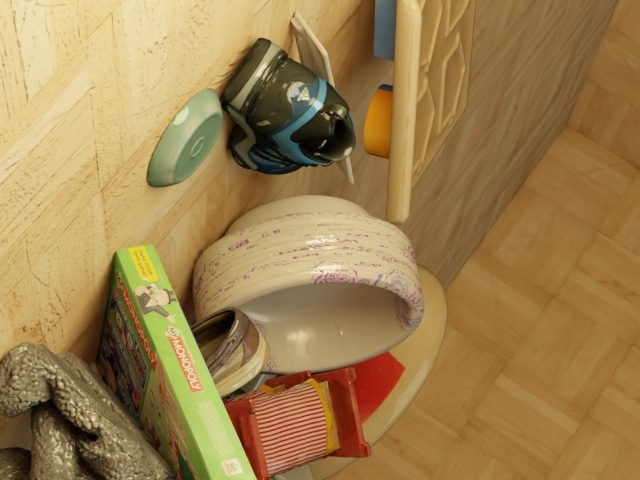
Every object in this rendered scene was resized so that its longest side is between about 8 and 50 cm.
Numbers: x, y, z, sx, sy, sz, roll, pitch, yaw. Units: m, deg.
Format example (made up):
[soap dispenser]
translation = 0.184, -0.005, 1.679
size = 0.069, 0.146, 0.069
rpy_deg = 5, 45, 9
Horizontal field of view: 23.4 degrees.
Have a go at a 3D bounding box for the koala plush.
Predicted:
[koala plush]
translation = -0.282, 0.247, 1.544
size = 0.221, 0.203, 0.196
rpy_deg = -45, 167, -2

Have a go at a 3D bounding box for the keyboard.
[keyboard]
translation = 0.006, -0.158, 1.770
size = 0.014, 0.072, 0.256
rpy_deg = -33, 150, -11

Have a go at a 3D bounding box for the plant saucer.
[plant saucer]
translation = -0.134, -0.100, 1.588
size = 0.119, 0.021, 0.119
rpy_deg = -54, 168, -18

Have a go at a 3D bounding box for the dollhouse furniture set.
[dollhouse furniture set]
translation = -0.035, 0.358, 1.916
size = 0.152, 0.374, 0.201
rpy_deg = -10, -176, 41

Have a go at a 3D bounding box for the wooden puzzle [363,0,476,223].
[wooden puzzle]
translation = 0.126, -0.240, 1.940
size = 0.348, 0.081, 0.322
rpy_deg = -61, 158, -50

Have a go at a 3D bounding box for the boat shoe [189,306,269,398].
[boat shoe]
translation = -0.196, 0.172, 1.810
size = 0.285, 0.103, 0.092
rpy_deg = -32, 132, -6

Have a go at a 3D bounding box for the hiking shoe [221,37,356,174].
[hiking shoe]
translation = -0.026, -0.115, 1.709
size = 0.113, 0.132, 0.304
rpy_deg = -56, 170, -5

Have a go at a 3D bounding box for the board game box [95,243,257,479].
[board game box]
translation = -0.156, 0.192, 1.613
size = 0.046, 0.317, 0.213
rpy_deg = -11, 146, -25

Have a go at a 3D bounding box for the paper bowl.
[paper bowl]
translation = -0.020, 0.049, 1.935
size = 0.284, 0.284, 0.148
rpy_deg = 102, -20, -60

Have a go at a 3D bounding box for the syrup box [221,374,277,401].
[syrup box]
translation = -0.121, 0.190, 2.230
size = 0.237, 0.093, 0.096
rpy_deg = -58, 169, 6

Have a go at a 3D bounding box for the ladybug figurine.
[ladybug figurine]
translation = -0.006, 0.195, 2.345
size = 0.162, 0.305, 0.449
rpy_deg = 34, 105, -36

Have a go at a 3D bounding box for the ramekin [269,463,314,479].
[ramekin]
translation = -0.141, 0.358, 2.027
size = 0.148, 0.303, 0.303
rpy_deg = -10, -154, 42
